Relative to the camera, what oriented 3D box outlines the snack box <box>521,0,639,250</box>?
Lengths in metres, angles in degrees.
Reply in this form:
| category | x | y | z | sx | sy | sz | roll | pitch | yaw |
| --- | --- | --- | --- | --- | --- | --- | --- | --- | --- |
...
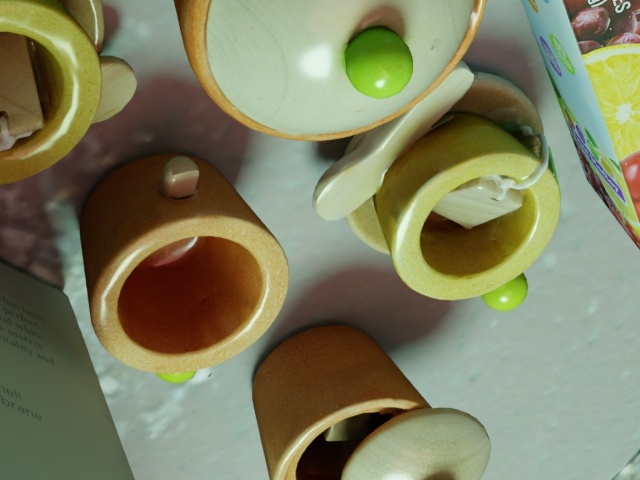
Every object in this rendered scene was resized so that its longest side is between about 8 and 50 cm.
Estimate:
| category | x | y | z | sx | sy | sz | roll | pitch | yaw |
| --- | --- | --- | --- | --- | --- | --- | --- | --- | --- |
| snack box | 0.159 | -0.111 | 0.582 | 0.174 | 0.070 | 0.207 | -28 | 135 | 0 |

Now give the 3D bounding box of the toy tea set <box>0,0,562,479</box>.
| category | x | y | z | sx | sy | sz | roll | pitch | yaw |
| --- | --- | --- | --- | --- | --- | --- | --- | --- | --- |
| toy tea set | 0.000 | 0.000 | 0.564 | 0.200 | 0.124 | 0.336 | -35 | 133 | 6 |

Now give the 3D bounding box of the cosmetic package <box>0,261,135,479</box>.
| category | x | y | z | sx | sy | sz | roll | pitch | yaw |
| --- | --- | --- | --- | --- | --- | --- | --- | --- | --- |
| cosmetic package | -0.173 | 0.086 | 0.487 | 0.138 | 0.224 | 0.224 | -45 | 131 | 16 |
